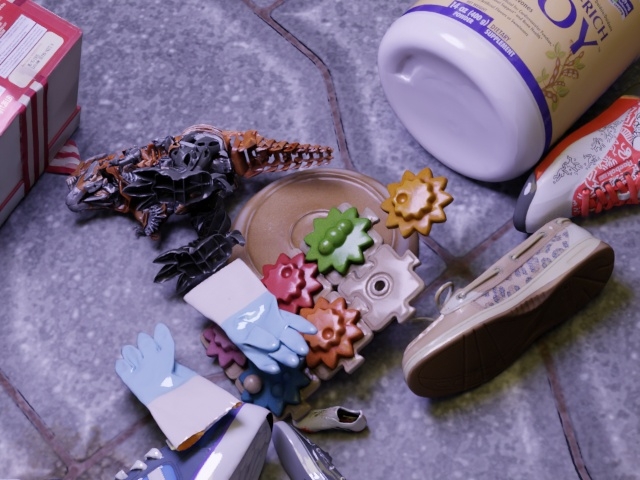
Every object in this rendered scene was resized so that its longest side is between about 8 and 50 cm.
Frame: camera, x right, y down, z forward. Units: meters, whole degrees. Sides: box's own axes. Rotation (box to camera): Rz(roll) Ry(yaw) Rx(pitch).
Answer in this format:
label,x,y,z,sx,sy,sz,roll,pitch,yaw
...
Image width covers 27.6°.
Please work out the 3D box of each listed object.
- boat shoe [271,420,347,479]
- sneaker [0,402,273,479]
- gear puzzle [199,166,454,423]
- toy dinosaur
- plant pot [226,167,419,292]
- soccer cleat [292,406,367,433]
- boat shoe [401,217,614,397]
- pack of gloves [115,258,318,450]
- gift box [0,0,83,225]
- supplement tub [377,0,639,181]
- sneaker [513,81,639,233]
label,x,y,z,sx,sy,sz,roll,pitch,yaw
boat shoe,-0.003,0.248,1.402,0.040,0.049,0.142,-20,56,-31
sneaker,-0.221,0.266,1.356,0.236,0.130,0.323,25,67,16
gear puzzle,0.019,0.046,1.465,0.339,0.044,0.175,-43,56,1
toy dinosaur,-0.157,-0.081,1.576,0.322,0.164,0.218,-29,28,19
plant pot,0.000,0.000,1.576,0.236,0.032,0.236,-3,56,5
soccer cleat,0.010,0.196,1.438,0.083,0.035,0.029,3,56,8
boat shoe,0.199,0.075,1.468,0.285,0.104,0.089,-30,49,-18
pack of gloves,-0.112,0.129,1.428,0.195,0.046,0.232,-34,33,-13
gift box,-0.433,-0.148,1.595,0.276,0.258,0.255,35,62,4
supplement tub,0.256,-0.257,1.597,0.241,0.241,0.331,34,66,25
sneaker,0.363,-0.076,1.554,0.270,0.090,0.145,-40,58,-23
